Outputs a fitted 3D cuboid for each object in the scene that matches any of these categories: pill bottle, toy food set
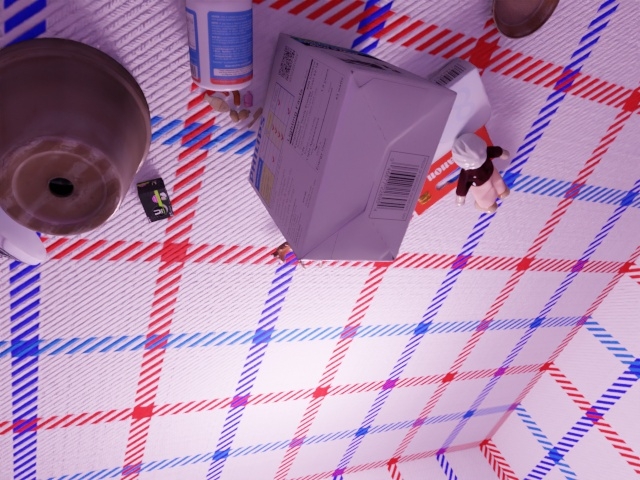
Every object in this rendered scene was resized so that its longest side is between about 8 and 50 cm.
[{"bbox_3d":[-0.189,-0.410,0.915,0.124,0.124,0.221,-9,130,-19],"label":"pill bottle"},{"bbox_3d":[-0.190,-0.307,1.072,0.122,0.019,0.078,33,108,-32],"label":"toy food set"}]

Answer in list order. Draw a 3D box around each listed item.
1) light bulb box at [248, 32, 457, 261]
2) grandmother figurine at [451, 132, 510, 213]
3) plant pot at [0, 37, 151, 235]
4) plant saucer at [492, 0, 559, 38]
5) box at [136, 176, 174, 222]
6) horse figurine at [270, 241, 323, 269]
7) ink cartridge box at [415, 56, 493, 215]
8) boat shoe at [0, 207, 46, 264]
[{"bbox_3d":[0.031,-0.197,0.998,0.225,0.361,0.358,3,119,-27],"label":"light bulb box"},{"bbox_3d":[0.450,-0.189,1.380,0.208,0.104,0.342,-58,144,-4],"label":"grandmother figurine"},{"bbox_3d":[-0.467,-0.163,0.876,0.323,0.280,0.323,-13,130,-15],"label":"plant pot"},{"bbox_3d":[0.489,-0.589,1.159,0.198,0.036,0.199,-14,132,-16],"label":"plant saucer"},{"bbox_3d":[-0.384,-0.094,1.127,0.062,0.052,0.083,-18,133,-13],"label":"box"},{"bbox_3d":[0.000,0.000,1.382,0.263,0.066,0.174,-33,139,5],"label":"horse figurine"},{"bbox_3d":[0.332,-0.247,1.325,0.308,0.091,0.385,-38,132,7],"label":"ink cartridge box"},{"bbox_3d":[-0.712,-0.034,0.980,0.102,0.108,0.301,-37,131,6],"label":"boat shoe"}]
